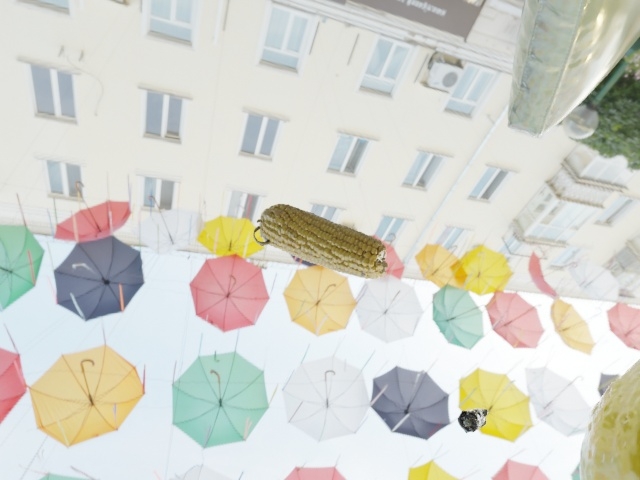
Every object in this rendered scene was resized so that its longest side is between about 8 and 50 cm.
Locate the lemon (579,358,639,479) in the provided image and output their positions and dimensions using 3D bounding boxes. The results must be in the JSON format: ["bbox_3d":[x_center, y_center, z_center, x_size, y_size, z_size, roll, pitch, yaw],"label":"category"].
[{"bbox_3d":[0.343,0.183,0.314,0.319,0.245,0.245,-36,-115,-15],"label":"lemon"}]

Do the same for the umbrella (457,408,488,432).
[{"bbox_3d":[0.349,0.403,0.970,0.188,0.050,0.046,34,-131,-57],"label":"umbrella"}]

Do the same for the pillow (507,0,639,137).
[{"bbox_3d":[0.321,-0.294,0.466,0.119,0.256,0.322,34,-110,27],"label":"pillow"}]

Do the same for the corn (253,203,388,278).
[{"bbox_3d":[0.000,0.000,0.869,0.292,0.107,0.106,18,-142,24],"label":"corn"}]
